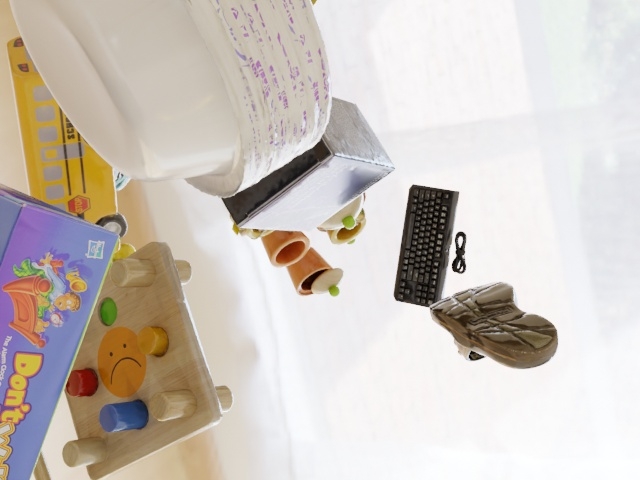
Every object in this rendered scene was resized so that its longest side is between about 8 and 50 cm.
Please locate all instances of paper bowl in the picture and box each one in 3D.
[{"bbox_3d":[-0.131,-0.160,0.907,0.148,0.284,0.284,-35,122,-21],"label":"paper bowl"}]

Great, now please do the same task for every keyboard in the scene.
[{"bbox_3d":[0.170,0.011,1.768,0.023,0.108,0.180,-8,107,-68],"label":"keyboard"}]

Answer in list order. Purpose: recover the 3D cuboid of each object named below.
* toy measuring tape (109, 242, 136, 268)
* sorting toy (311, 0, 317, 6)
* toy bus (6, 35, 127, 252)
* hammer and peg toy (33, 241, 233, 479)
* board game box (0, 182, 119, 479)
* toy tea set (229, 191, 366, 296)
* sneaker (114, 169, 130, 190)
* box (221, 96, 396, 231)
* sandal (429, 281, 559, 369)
[{"bbox_3d":[-0.306,0.167,1.884,0.121,0.121,0.330,22,66,-62],"label":"toy measuring tape"},{"bbox_3d":[-0.004,-0.334,1.462,0.047,0.348,0.196,38,70,-1],"label":"sorting toy"},{"bbox_3d":[-0.353,-0.126,1.663,0.108,0.130,0.333,-116,-159,-44],"label":"toy bus"},{"bbox_3d":[-0.291,0.191,1.597,0.127,0.361,0.266,1,63,-52],"label":"hammer and peg toy"},{"bbox_3d":[-0.307,0.057,0.893,0.078,0.347,0.233,21,89,-41],"label":"board game box"},{"bbox_3d":[0.000,0.000,1.858,0.124,0.200,0.336,56,1,28],"label":"toy tea set"},{"bbox_3d":[-0.365,-0.131,2.029,0.122,0.110,0.283,56,11,-32],"label":"sneaker"},{"bbox_3d":[-0.025,-0.096,1.450,0.108,0.153,0.207,59,22,15],"label":"box"},{"bbox_3d":[0.168,0.090,1.131,0.219,0.090,0.060,-143,-142,-70],"label":"sandal"}]
